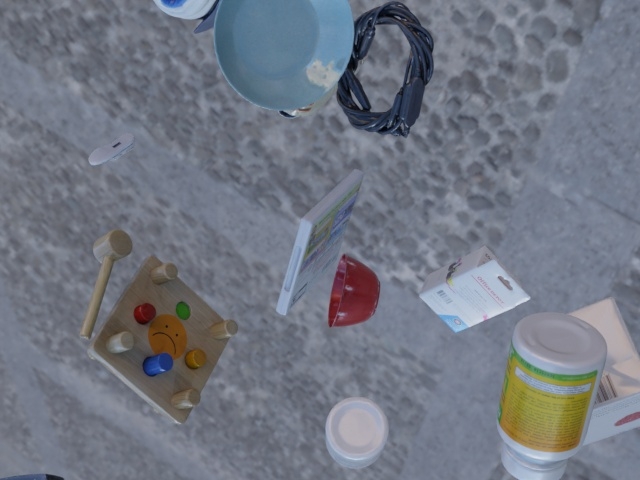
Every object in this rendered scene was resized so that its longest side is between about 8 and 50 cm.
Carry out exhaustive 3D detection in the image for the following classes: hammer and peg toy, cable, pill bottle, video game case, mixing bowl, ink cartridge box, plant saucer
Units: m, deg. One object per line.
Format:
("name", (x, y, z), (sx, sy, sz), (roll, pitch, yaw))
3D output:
("hammer and peg toy", (-0.352, 0.168, 1.870), (0.127, 0.266, 0.361), (-20, 124, 43))
("cable", (0.085, -0.239, 1.294), (0.150, 0.047, 0.184), (28, 123, 38))
("pill bottle", (0.340, 0.244, 1.420), (0.136, 0.136, 0.245), (21, 125, 28))
("video game case", (0.000, 0.000, 1.585), (0.023, 0.212, 0.193), (27, 125, 14))
("mixing bowl", (0.085, 0.128, 2.243), (0.098, 0.181, 0.181), (11, 146, -6))
("pill bottle", (0.076, 0.418, 2.013), (0.131, 0.131, 0.229), (33, 163, 12))
("ink cartridge box", (0.275, 0.081, 1.642), (0.104, 0.061, 0.181), (45, 135, -14))
("plant saucer", (-0.051, -0.266, 1.210), (0.195, 0.195, 0.037), (59, 167, -26))

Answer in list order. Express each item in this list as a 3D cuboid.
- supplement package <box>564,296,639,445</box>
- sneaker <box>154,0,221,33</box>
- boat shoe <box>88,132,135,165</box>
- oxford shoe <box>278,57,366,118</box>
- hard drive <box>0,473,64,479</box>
("supplement package", (0.494, 0.248, 1.703), (0.177, 0.175, 0.293), (-24, 153, 14))
("sneaker", (-0.104, -0.421, 1.412), (0.323, 0.236, 0.130), (-18, 99, 29))
("boat shoe", (-0.400, -0.168, 1.816), (0.035, 0.100, 0.035), (39, 153, 27))
("oxford shoe", (-0.009, -0.299, 1.752), (0.140, 0.146, 0.397), (22, 178, -6))
("hard drive", (-0.452, 0.429, 1.356), (0.255, 0.054, 0.172), (-20, 81, 28))
